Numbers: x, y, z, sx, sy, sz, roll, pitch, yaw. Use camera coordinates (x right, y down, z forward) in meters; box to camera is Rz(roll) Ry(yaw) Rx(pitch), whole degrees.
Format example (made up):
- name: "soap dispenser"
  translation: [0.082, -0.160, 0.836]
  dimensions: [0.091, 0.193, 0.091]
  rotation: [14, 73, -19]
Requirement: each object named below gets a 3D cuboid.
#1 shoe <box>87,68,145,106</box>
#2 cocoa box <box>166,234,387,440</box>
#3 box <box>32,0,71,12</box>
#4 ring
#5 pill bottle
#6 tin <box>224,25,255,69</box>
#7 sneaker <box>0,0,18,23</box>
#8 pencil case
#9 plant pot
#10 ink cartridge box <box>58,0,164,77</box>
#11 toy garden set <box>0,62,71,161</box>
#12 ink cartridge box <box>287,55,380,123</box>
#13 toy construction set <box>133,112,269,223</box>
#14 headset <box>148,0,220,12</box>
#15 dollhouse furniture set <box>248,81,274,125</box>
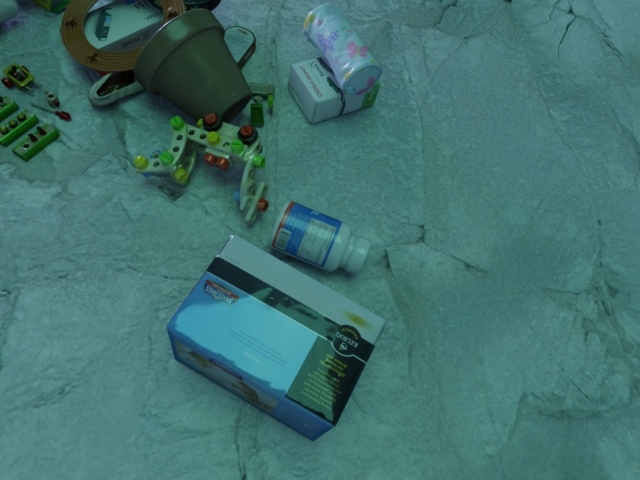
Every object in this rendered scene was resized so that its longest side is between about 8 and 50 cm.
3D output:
- name: "shoe"
  translation: [-0.514, -0.426, 1.321]
  dimensions: [0.219, 0.058, 0.077]
  rotation: [-45, 104, -26]
- name: "cocoa box"
  translation: [-0.092, 0.200, 0.988]
  dimensions: [0.347, 0.231, 0.228]
  rotation: [29, 61, 4]
- name: "box"
  translation: [-0.810, -0.739, 1.454]
  dimensions: [0.179, 0.043, 0.105]
  rotation: [31, 61, 4]
- name: "ring"
  translation: [-0.529, -0.595, 1.326]
  dimensions: [0.336, 0.032, 0.337]
  rotation: [-1, 71, 2]
- name: "pill bottle"
  translation: [0.000, 0.000, 1.178]
  dimensions: [0.221, 0.124, 0.124]
  rotation: [22, 60, 0]
- name: "tin"
  translation: [-0.262, -0.568, 1.481]
  dimensions: [0.106, 0.040, 0.190]
  rotation: [26, 60, -2]
- name: "sneaker"
  translation: [-0.910, -0.536, 1.301]
  dimensions: [0.292, 0.108, 0.169]
  rotation: [-33, 87, -29]
- name: "pencil case"
  translation: [0.057, -0.527, 1.373]
  dimensions: [0.124, 0.113, 0.273]
  rotation: [-26, 68, -13]
- name: "plant pot"
  translation: [-0.306, -0.419, 1.295]
  dimensions: [0.229, 0.263, 0.263]
  rotation: [49, 62, -6]
- name: "ink cartridge box"
  translation: [-0.526, -0.569, 1.408]
  dimensions: [0.261, 0.066, 0.296]
  rotation: [42, 62, 12]
- name: "toy garden set"
  translation: [-0.755, -0.338, 1.244]
  dimensions: [0.244, 0.049, 0.204]
  rotation: [33, 61, 6]
- name: "ink cartridge box"
  translation: [0.036, -0.451, 1.446]
  dimensions: [0.219, 0.093, 0.160]
  rotation: [-23, 68, -22]
- name: "toy construction set"
  translation: [-0.257, -0.186, 1.201]
  dimensions: [0.327, 0.151, 0.215]
  rotation: [27, 70, 3]
- name: "headset"
  translation: [-0.408, -0.822, 1.516]
  dimensions: [0.243, 0.185, 0.395]
  rotation: [9, 65, -10]
- name: "dollhouse furniture set"
  translation: [-0.170, -0.390, 1.411]
  dimensions: [0.076, 0.059, 0.152]
  rotation: [1, 42, -3]
